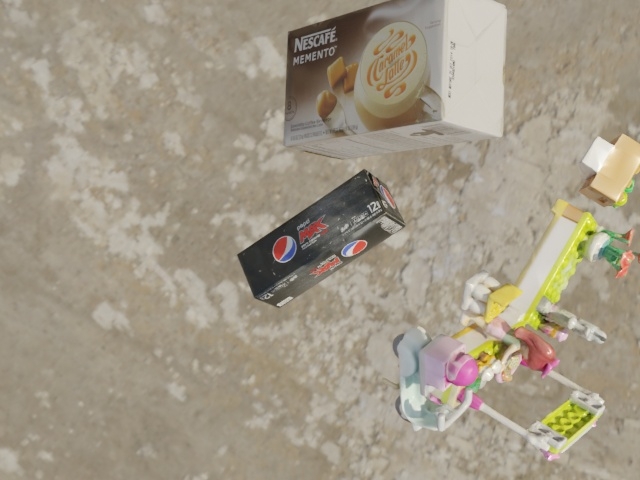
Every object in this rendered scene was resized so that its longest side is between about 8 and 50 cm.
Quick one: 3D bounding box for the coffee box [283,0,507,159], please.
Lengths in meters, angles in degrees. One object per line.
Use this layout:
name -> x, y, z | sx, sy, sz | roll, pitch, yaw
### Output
coffee box -> 0.074, -0.173, 1.089 | 0.246, 0.098, 0.141 | -2, 83, 49

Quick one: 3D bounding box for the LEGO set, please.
LEGO set -> 0.170, 0.051, 0.701 | 0.107, 0.287, 0.132 | 30, 144, 30

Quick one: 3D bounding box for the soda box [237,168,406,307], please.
soda box -> 0.000, 0.000, 1.039 | 0.169, 0.053, 0.060 | -33, 61, 17
